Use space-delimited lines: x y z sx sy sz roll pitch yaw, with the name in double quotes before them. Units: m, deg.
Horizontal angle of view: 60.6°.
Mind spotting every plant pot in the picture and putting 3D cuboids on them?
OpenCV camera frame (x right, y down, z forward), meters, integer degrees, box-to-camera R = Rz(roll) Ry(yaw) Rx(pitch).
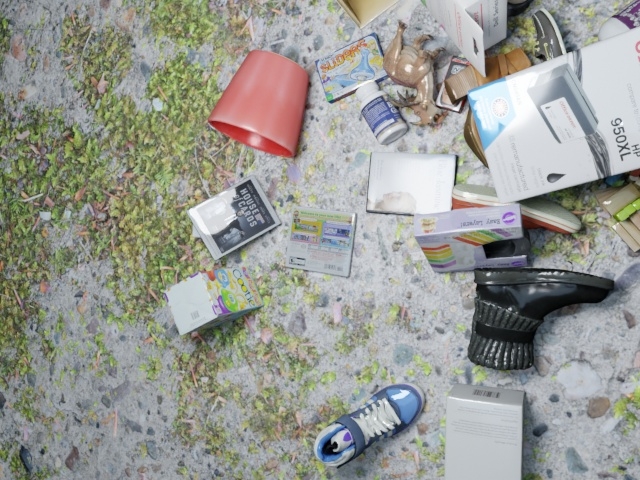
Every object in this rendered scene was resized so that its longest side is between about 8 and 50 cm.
"plant pot" -0.164 -0.410 1.628 0.275 0.275 0.243 20 88 21

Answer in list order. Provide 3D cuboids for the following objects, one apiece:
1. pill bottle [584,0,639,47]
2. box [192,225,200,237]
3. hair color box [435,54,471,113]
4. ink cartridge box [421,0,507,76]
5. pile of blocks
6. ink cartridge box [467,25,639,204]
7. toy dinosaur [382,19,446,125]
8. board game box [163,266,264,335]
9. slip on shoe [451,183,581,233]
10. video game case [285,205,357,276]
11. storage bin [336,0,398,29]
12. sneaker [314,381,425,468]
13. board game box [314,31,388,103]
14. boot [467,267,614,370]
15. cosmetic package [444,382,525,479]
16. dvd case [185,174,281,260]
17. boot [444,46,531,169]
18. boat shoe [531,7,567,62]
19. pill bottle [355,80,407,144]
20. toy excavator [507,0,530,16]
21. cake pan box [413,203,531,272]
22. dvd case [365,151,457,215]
"pill bottle" 0.774 -0.490 1.288 0.301 0.169 0.169 -37 77 18
"box" -0.344 -0.049 1.774 0.101 0.102 0.087 3 88 21
"hair color box" 0.377 -0.430 1.514 0.072 0.043 0.141 21 99 20
"ink cartridge box" 0.360 -0.606 1.369 0.119 0.207 0.353 -30 66 7
"pile of blocks" 0.744 -0.153 1.332 0.149 0.112 0.362 -15 84 21
"ink cartridge box" 0.577 -0.276 1.245 0.395 0.166 0.285 -16 95 30
"toy dinosaur" 0.236 -0.469 1.515 0.200 0.127 0.296 -56 50 34
"board game box" -0.316 0.177 1.670 0.144 0.275 0.142 -28 80 20
"slip on shoe" 0.504 -0.068 1.437 0.331 0.123 0.101 14 117 21
"video game case" 0.000 0.000 1.679 0.212 0.023 0.193 8 93 22
"storage bin" 0.147 -0.752 1.492 0.262 0.260 0.123 -31 75 19
"sneaker" 0.129 0.519 1.514 0.323 0.236 0.130 -34 78 19
"board game box" 0.095 -0.511 1.631 0.201 0.035 0.136 -20 83 21
"boot" 0.554 0.202 1.399 0.348 0.131 0.260 0 93 19
"cosmetic package" 0.430 0.582 1.438 0.197 0.155 0.365 3 92 22
"dvd case" -0.268 -0.072 1.704 0.238 0.029 0.179 -30 95 -8
"boot" 0.480 -0.350 1.455 0.220 0.109 0.283 -24 90 3
"boat shoe" 0.588 -0.484 1.409 0.068 0.081 0.228 -23 84 16
"pill bottle" 0.170 -0.367 1.570 0.094 0.094 0.169 -32 79 19
"toy excavator" 0.619 -0.759 1.344 0.445 0.222 0.433 -40 78 9
"cake pan box" 0.395 0.001 1.401 0.267 0.246 0.070 -5 65 21
"dvd case" 0.259 -0.161 1.575 0.253 0.022 0.180 6 92 21
